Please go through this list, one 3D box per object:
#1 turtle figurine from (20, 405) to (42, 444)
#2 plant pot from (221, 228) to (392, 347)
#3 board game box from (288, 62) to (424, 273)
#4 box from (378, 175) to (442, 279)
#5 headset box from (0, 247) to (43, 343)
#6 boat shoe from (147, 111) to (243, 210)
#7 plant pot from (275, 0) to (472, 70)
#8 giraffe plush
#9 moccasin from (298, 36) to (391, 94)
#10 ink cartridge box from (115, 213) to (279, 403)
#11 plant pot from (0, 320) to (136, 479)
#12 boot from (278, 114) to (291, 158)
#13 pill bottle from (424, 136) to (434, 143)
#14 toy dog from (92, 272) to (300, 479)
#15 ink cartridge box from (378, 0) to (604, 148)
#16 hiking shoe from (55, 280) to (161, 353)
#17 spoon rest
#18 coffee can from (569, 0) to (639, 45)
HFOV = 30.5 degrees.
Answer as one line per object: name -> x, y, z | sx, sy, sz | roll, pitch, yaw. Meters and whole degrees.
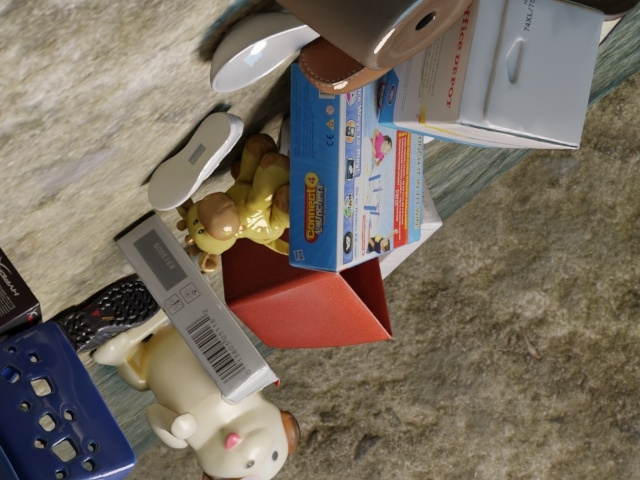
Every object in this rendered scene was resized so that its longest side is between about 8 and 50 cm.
turtle figurine -> -0.616, 0.392, 2.245 | 0.234, 0.118, 0.175 | -34, 170, 11
plant pot -> -0.041, 0.052, 2.167 | 0.236, 0.267, 0.267 | -21, 141, 15
board game box -> 0.063, -0.129, 1.834 | 0.086, 0.308, 0.302 | 7, -168, 28
box -> 0.105, -0.052, 2.359 | 0.058, 0.232, 0.322 | -1, 151, -34
headset box -> -0.521, 0.152, 1.559 | 0.293, 0.110, 0.218 | -34, 169, -21
boat shoe -> -0.179, -0.116, 1.700 | 0.184, 0.066, 0.063 | -52, 163, 20
plant pot -> 0.040, -0.304, 1.179 | 0.263, 0.229, 0.263 | -37, 168, -9
giraffe plush -> -0.137, -0.046, 1.849 | 0.170, 0.181, 0.210 | -19, 144, -27
moccasin -> 0.118, -0.341, 1.501 | 0.380, 0.139, 0.147 | -40, 168, 7
ink cartridge box -> -0.198, 0.135, 1.994 | 0.091, 0.308, 0.385 | -36, 170, -7
plant pot -> -0.417, 0.274, 1.507 | 0.236, 0.236, 0.212 | -44, 162, 32
boot -> -0.004, -0.151, 1.988 | 0.123, 0.095, 0.258 | -27, 165, -18
pill bottle -> 0.212, -0.255, 2.196 | 0.215, 0.117, 0.117 | -29, 166, -35
toy dog -> -0.235, 0.337, 2.429 | 0.284, 0.408, 0.395 | -35, 168, -14
ink cartridge box -> 0.236, -0.243, 1.679 | 0.197, 0.198, 0.270 | 10, -178, -20
hiking shoe -> -0.386, 0.139, 2.057 | 0.227, 0.086, 0.114 | -24, 176, -33
spoon rest -> -0.032, -0.273, 1.450 | 0.276, 0.084, 0.137 | -43, 167, 23
coffee can -> 0.400, -0.391, 2.023 | 0.201, 0.201, 0.275 | -32, 168, -28
